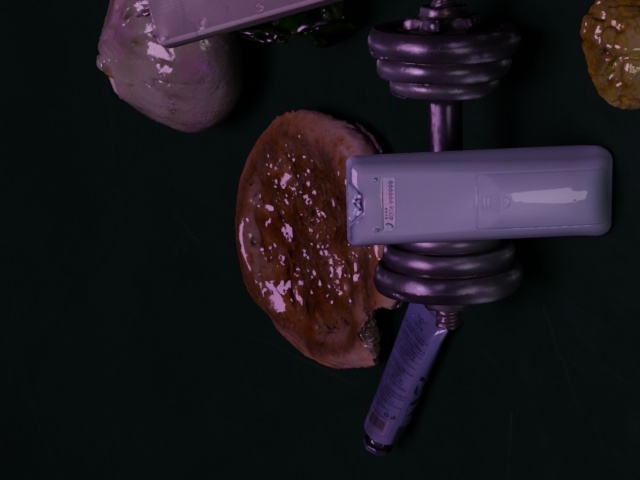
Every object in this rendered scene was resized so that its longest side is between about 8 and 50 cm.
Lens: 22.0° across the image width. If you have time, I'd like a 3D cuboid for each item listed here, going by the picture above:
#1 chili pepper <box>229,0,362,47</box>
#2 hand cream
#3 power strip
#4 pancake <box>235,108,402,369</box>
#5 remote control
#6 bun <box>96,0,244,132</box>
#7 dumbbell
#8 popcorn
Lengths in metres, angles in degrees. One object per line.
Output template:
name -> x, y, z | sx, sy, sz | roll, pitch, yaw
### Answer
chili pepper -> -0.108, -0.390, 2.176 | 0.213, 0.167, 0.385 | -40, 78, 16
hand cream -> 0.110, 0.179, 2.163 | 0.088, 0.055, 0.256 | 55, 139, 43
power strip -> -0.063, -0.332, 2.060 | 0.367, 0.043, 0.106 | -14, 87, 12
pancake -> 0.001, 0.000, 2.252 | 0.382, 0.071, 0.382 | 24, 119, 52
remote control -> 0.175, -0.047, 1.804 | 0.051, 0.293, 0.103 | -99, 7, -75
bun -> -0.234, -0.283, 2.386 | 0.283, 0.179, 0.283 | 48, 149, 42
dumbbell -> 0.146, -0.094, 1.907 | 0.179, 0.179, 0.406 | 18, 114, 53
popcorn -> 0.323, -0.196, 1.686 | 0.106, 0.116, 0.120 | -22, 83, 12
